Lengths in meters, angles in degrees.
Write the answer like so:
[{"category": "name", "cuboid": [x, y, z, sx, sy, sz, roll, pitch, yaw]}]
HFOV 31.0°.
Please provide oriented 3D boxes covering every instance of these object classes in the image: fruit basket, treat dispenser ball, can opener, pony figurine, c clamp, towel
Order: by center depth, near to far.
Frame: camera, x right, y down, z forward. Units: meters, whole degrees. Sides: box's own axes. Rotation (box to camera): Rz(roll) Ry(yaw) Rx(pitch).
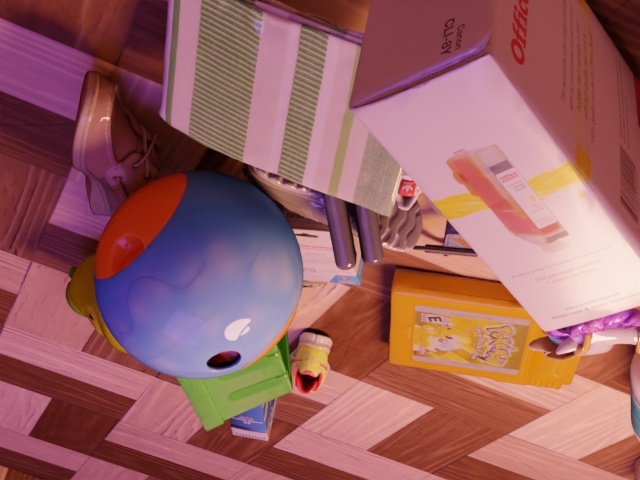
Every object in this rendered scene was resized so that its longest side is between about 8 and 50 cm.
[{"category": "towel", "cuboid": [-0.040, -0.179, 1.396, 0.324, 0.038, 0.248, 21, 133, 9]}, {"category": "can opener", "cuboid": [0.032, -0.083, 1.495, 0.076, 0.095, 0.284, -10, 115, 2]}, {"category": "pony figurine", "cuboid": [0.503, 0.108, 1.591, 0.363, 0.303, 0.351, 1, 160, -8]}, {"category": "treat dispenser ball", "cuboid": [-0.167, 0.047, 1.592, 0.288, 0.288, 0.288, 10, 150, 6]}, {"category": "c clamp", "cuboid": [0.223, 0.018, 1.706, 0.160, 0.022, 0.137, 5, -176, 31]}, {"category": "fruit basket", "cuboid": [-0.251, 0.130, 1.921, 0.392, 0.283, 0.392, -5, 147, -3]}]

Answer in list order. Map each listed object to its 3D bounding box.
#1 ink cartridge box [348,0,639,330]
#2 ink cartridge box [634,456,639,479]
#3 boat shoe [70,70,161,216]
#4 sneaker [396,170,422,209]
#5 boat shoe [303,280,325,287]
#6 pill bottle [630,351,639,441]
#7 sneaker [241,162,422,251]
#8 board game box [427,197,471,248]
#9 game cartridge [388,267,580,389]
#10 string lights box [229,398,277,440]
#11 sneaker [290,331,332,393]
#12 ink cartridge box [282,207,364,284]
[{"category": "ink cartridge box", "cuboid": [0.212, -0.133, 1.206, 0.160, 0.279, 0.385, -20, 131, 32]}, {"category": "ink cartridge box", "cuboid": [0.686, 0.465, 2.209, 0.127, 0.128, 0.176, 13, 151, 0]}, {"category": "boat shoe", "cuboid": [-0.276, -0.129, 1.620, 0.110, 0.122, 0.341, 9, 160, -1]}, {"category": "sneaker", "cuboid": [0.127, -0.100, 1.536, 0.057, 0.075, 0.161, 13, 150, 1]}, {"category": "boat shoe", "cuboid": [-0.016, 0.053, 1.883, 0.135, 0.050, 0.045, -1, 152, 41]}, {"category": "pill bottle", "cuboid": [0.584, 0.268, 1.902, 0.146, 0.146, 0.264, 3, 148, 17]}, {"category": "sneaker", "cuboid": [0.018, -0.071, 1.636, 0.281, 0.105, 0.115, 29, 163, -15]}, {"category": "board game box", "cuboid": [0.229, -0.033, 1.564, 0.194, 0.060, 0.194, -1, 162, 37]}, {"category": "game cartridge", "cuboid": [0.276, 0.157, 1.933, 0.323, 0.053, 0.285, 10, 150, 9]}, {"category": "string lights box", "cuboid": [-0.130, 0.269, 2.199, 0.076, 0.133, 0.260, 8, 150, 7]}, {"category": "sneaker", "cuboid": [-0.027, 0.251, 2.168, 0.081, 0.094, 0.208, 10, 151, 3]}, {"category": "ink cartridge box", "cuboid": [0.000, 0.000, 1.752, 0.104, 0.062, 0.181, 5, 155, 16]}]
